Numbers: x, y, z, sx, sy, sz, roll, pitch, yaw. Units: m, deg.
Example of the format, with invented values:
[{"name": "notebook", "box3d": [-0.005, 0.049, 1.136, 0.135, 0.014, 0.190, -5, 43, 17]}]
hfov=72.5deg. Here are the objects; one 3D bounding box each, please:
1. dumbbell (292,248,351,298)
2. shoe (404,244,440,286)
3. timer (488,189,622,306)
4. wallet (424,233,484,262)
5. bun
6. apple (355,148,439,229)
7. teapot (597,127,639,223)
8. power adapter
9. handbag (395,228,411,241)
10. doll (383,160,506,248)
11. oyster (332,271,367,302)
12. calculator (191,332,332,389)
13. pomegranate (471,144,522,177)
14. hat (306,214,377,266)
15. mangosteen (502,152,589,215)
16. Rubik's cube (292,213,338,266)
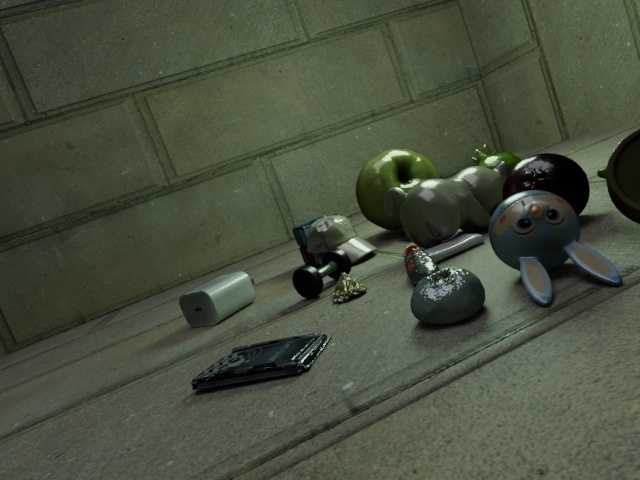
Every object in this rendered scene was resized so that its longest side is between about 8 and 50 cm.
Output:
[{"name": "dumbbell", "box3d": [0.007, 0.100, 1.354, 0.100, 0.100, 0.191, -14, 9, 42]}, {"name": "shoe", "box3d": [0.243, 0.058, 1.074, 0.074, 0.077, 0.194, -20, 6, 3]}, {"name": "timer", "box3d": [0.397, -0.007, 0.788, 0.175, 0.176, 0.255, -19, 8, 13]}, {"name": "wallet", "box3d": [0.355, 0.023, 1.217, 0.189, 0.033, 0.095, -22, 5, -12]}, {"name": "bun", "box3d": [0.228, 0.096, 0.800, 0.140, 0.083, 0.141, -23, 5, 2]}, {"name": "apple", "box3d": [0.319, -0.203, 1.846, 0.356, 0.358, 0.357, -20, 7, 2]}, {"name": "teapot", "box3d": [0.663, -0.108, 0.818, 0.267, 0.186, 0.175, 26, 6, 39]}, {"name": "power adapter", "box3d": [-0.342, 0.194, 1.553, 0.186, 0.124, 0.255, -14, 10, 39]}, {"name": "handbag", "box3d": [0.405, -0.060, 1.653, 0.220, 0.057, 0.144, -22, 3, -9]}, {"name": "doll", "box3d": [0.411, -0.105, 1.361, 0.369, 0.226, 0.215, -13, -26, -16]}, {"name": "oyster", "box3d": [0.079, 0.132, 1.191, 0.121, 0.045, 0.146, 1, 19, 34]}, {"name": "calculator", "box3d": [-0.121, 0.245, 0.900, 0.273, 0.028, 0.165, -16, 5, 22]}, {"name": "pomegranate", "box3d": [0.637, -0.234, 1.576, 0.210, 0.263, 0.211, -7, -34, -5]}, {"name": "hat", "box3d": [0.076, 0.001, 1.629, 0.231, 0.161, 0.275, -29, 42, -35]}, {"name": "mangosteen", "box3d": [0.565, -0.120, 1.098, 0.209, 0.210, 0.210, -20, 7, 2]}, {"name": "Rubik's cube", "box3d": [0.001, 0.000, 1.841, 0.167, 0.180, 0.183, -22, 5, -18]}]
